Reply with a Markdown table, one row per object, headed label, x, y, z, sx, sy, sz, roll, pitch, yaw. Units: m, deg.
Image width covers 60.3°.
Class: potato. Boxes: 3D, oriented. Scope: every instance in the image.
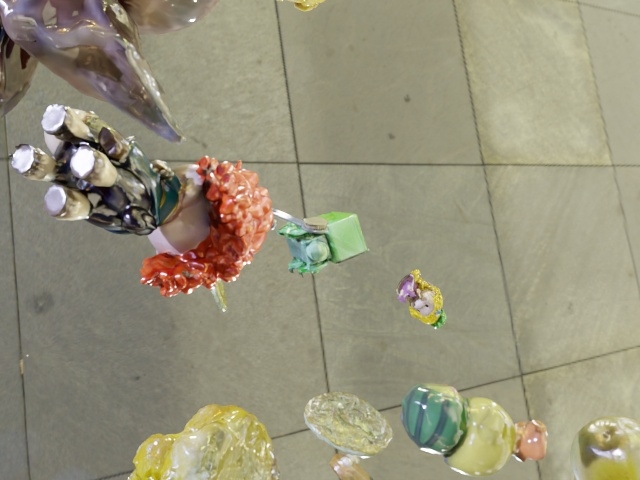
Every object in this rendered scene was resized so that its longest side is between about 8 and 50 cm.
| label | x | y | z | sx | sy | sz | roll | pitch | yaw |
| --- | --- | --- | --- | --- | --- | --- | --- | --- | --- |
| potato | 0.368 | 0.288 | 0.659 | 0.157 | 0.157 | 0.194 | -46 | 117 | -27 |

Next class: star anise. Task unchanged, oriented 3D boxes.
| label | x | y | z | sx | sy | sz | roll | pitch | yaw |
| --- | --- | --- | --- | --- | --- | --- | --- | --- | --- |
| star anise | -0.196 | -0.162 | 0.338 | 0.314 | 0.108 | 0.316 | 0 | 74 | 2 |

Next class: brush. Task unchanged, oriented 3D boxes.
| label | x | y | z | sx | sy | sz | roll | pitch | yaw |
| --- | --- | --- | --- | --- | --- | --- | --- | --- | --- |
| brush | -0.078 | -0.058 | 1.277 | 0.062 | 0.266 | 0.027 | -11 | 112 | -39 |

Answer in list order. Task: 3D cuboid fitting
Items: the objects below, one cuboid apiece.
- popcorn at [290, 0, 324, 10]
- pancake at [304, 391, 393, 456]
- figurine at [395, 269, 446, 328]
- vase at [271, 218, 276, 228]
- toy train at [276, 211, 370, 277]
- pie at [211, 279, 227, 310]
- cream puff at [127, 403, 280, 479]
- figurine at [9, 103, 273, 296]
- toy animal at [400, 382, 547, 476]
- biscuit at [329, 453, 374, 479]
| label | x | y | z | sx | sy | sz | roll | pitch | yaw |
| --- | --- | --- | --- | --- | --- | --- | --- | --- | --- |
| popcorn | -0.024 | -0.408 | 0.763 | 0.163 | 0.140 | 0.194 | -45 | 77 | 14 |
| pancake | 0.033 | 0.210 | 0.636 | 0.107 | 0.108 | 0.017 | 4 | 115 | -27 |
| figurine | 0.272 | 0.147 | 1.421 | 0.156 | 0.094 | 0.115 | 39 | 47 | -13 |
| vase | -0.228 | -0.075 | 1.591 | 0.211 | 0.060 | 0.060 | 17 | 72 | -10 |
| toy train | 0.000 | 0.000 | 1.405 | 0.187 | 0.243 | 0.133 | -20 | 100 | -16 |
| pie | -0.229 | 0.119 | 1.243 | 0.021 | 0.084 | 0.084 | -17 | 88 | -1 |
| cream puff | -0.245 | 0.478 | 1.048 | 0.291 | 0.257 | 0.325 | 56 | 36 | -50 |
| figurine | -0.253 | -0.063 | 0.851 | 0.411 | 0.306 | 0.241 | 29 | 87 | -35 |
| toy animal | 0.362 | 0.478 | 1.377 | 0.337 | 0.216 | 0.191 | 20 | 76 | 3 |
| biscuit | 0.138 | 0.490 | 0.973 | 0.049 | 0.197 | 0.301 | -45 | 72 | -6 |
